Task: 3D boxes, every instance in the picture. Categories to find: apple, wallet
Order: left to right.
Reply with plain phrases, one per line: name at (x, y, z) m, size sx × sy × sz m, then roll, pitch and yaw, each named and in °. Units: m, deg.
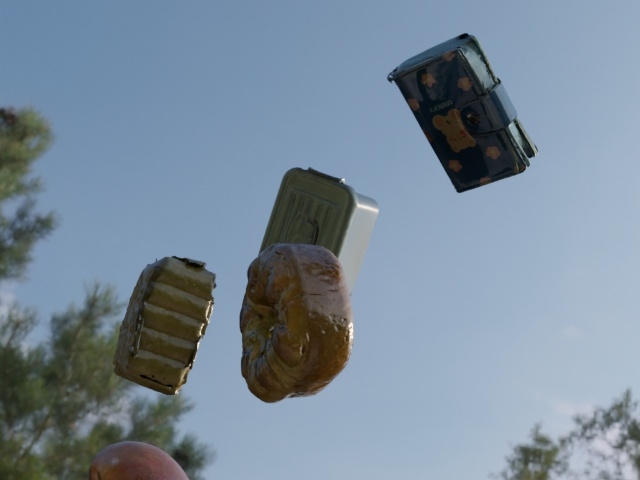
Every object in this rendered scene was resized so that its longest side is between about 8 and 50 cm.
apple at (-0.368, 0.560, 2.028) m, size 0.163 × 0.293 × 0.251 m, roll -17°, pitch -39°, yaw 28°
wallet at (0.194, -0.170, 1.312) m, size 0.141 × 0.059 × 0.202 m, roll -18°, pitch -68°, yaw 40°

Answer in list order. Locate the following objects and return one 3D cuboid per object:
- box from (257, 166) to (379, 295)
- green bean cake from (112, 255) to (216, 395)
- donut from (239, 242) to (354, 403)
box at (0.000, 0.000, 1.741) m, size 0.163 × 0.243 × 0.135 m, roll 21°, pitch 7°, yaw 31°
green bean cake at (-0.277, 0.147, 1.696) m, size 0.131 × 0.230 × 0.224 m, roll 20°, pitch -15°, yaw -14°
donut at (-0.038, 0.110, 1.316) m, size 0.113 × 0.227 × 0.226 m, roll 3°, pitch -32°, yaw -21°
